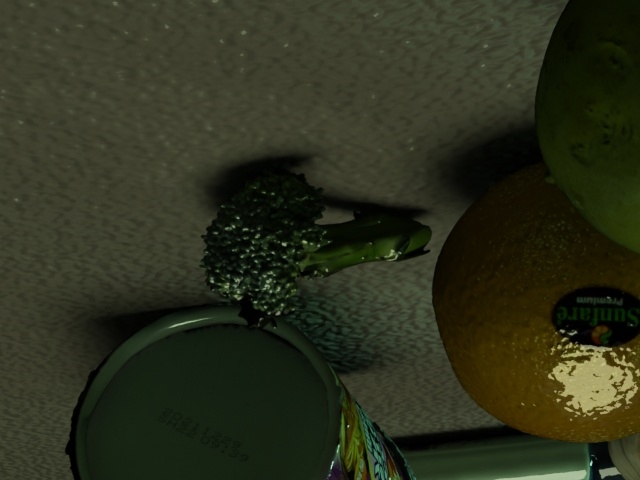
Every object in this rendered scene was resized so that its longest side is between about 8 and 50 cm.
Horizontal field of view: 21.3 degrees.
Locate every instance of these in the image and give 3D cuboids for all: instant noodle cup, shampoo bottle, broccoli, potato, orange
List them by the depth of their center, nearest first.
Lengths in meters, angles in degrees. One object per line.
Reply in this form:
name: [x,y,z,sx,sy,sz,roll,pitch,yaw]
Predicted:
potato: [0.275,-0.089,0.976,0.304,0.215,0.216,0,158,-5]
orange: [0.199,0.042,1.277,0.236,0.236,0.236,-3,158,-1]
broccoli: [0.002,0.001,1.326,0.204,0.118,0.122,-5,133,-42]
instant noodle cup: [-0.085,0.229,1.597,0.340,0.339,0.266,-7,146,9]
shampoo bottle: [0.187,0.279,2.037,0.360,0.078,0.134,-8,161,9]

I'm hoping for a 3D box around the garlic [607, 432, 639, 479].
garlic: [0.393,0.209,1.837,0.143,0.178,0.229,18,161,51]
